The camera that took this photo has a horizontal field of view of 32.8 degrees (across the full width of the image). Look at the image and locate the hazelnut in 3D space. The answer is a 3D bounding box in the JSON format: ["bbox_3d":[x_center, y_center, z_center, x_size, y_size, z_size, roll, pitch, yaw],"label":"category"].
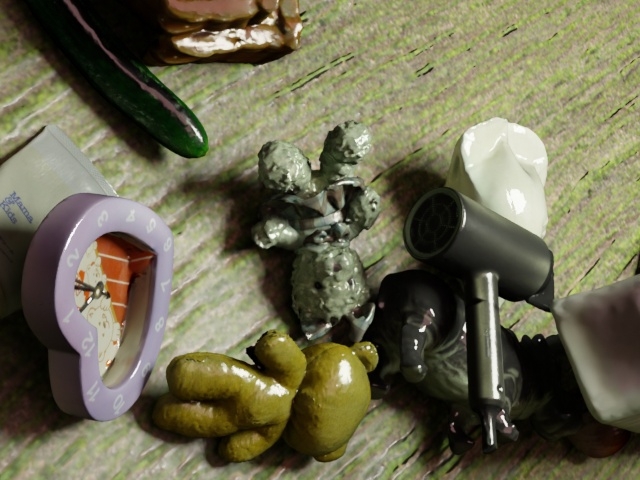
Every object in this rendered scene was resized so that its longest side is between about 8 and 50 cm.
[{"bbox_3d":[0.321,0.211,1.269,0.086,0.086,0.086,13,68,-34],"label":"hazelnut"}]

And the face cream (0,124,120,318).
[{"bbox_3d":[-0.251,-0.006,0.914,0.114,0.070,0.224,51,43,-13],"label":"face cream"}]

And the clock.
[{"bbox_3d":[-0.186,0.041,0.904,0.172,0.064,0.198,-60,152,-45],"label":"clock"}]

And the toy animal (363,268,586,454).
[{"bbox_3d":[0.180,0.144,1.163,0.343,0.106,0.168,22,55,-37],"label":"toy animal"}]

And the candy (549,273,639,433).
[{"bbox_3d":[0.408,0.119,1.179,0.358,0.208,0.145,26,44,-58],"label":"candy"}]

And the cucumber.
[{"bbox_3d":[-0.207,-0.180,1.004,0.284,0.056,0.056,47,53,-10],"label":"cucumber"}]

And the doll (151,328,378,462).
[{"bbox_3d":[-0.052,0.136,1.001,0.209,0.097,0.137,11,107,-27],"label":"doll"}]

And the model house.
[{"bbox_3d":[-0.104,-0.259,1.026,0.229,0.199,0.220,37,68,-17],"label":"model house"}]

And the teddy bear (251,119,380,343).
[{"bbox_3d":[-0.005,-0.011,1.082,0.133,0.111,0.213,-10,106,-11],"label":"teddy bear"}]

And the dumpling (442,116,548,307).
[{"bbox_3d":[0.202,-0.032,1.221,0.151,0.124,0.229,-25,123,-43],"label":"dumpling"}]

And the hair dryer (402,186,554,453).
[{"bbox_3d":[0.173,0.091,1.059,0.195,0.078,0.248,24,57,-37],"label":"hair dryer"}]

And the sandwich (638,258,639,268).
[{"bbox_3d":[0.496,0.009,1.456,0.094,0.096,0.258,38,57,-14],"label":"sandwich"}]
